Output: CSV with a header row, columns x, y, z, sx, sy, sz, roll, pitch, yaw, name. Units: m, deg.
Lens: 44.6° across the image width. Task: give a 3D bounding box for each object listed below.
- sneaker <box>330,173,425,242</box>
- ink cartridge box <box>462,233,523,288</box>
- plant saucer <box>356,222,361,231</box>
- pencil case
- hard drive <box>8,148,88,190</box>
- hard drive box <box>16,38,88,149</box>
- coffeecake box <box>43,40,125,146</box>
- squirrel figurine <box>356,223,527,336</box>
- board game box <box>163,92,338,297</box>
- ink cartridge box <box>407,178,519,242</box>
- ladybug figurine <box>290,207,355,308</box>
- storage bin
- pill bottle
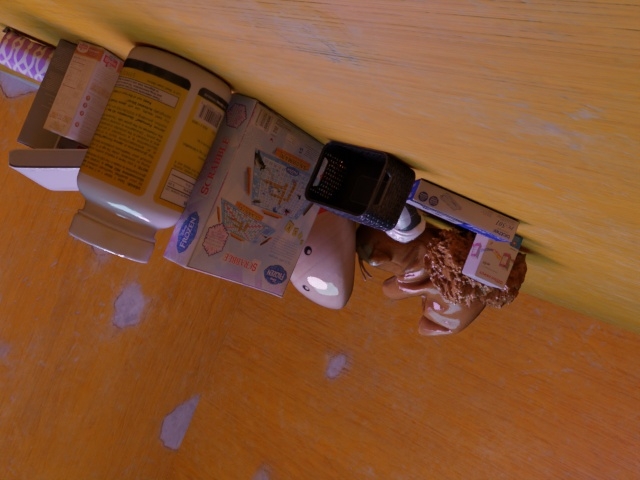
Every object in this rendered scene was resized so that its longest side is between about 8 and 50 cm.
x,y,z,sx,sy,sz,roll,pitch,yaw,name
0.119,-0.099,1.714,0.271,0.100,0.108,30,150,39,sneaker
0.372,0.033,1.687,0.088,0.123,0.052,23,178,-25,ink cartridge box
0.205,-0.021,2.288,0.332,0.081,0.333,23,-170,-40,plant saucer
-0.633,-0.408,1.791,0.206,0.086,0.088,25,-147,-4,pencil case
-0.510,-0.145,1.646,0.202,0.040,0.307,0,176,-6,hard drive
-0.531,-0.286,1.676,0.089,0.232,0.181,23,179,6,hard drive box
-0.447,-0.279,1.553,0.068,0.186,0.142,21,178,24,coffeecake box
0.283,0.040,1.910,0.370,0.281,0.397,35,158,-30,squirrel figurine
-0.117,-0.072,1.489,0.065,0.318,0.318,22,178,33,board game box
0.270,-0.056,1.508,0.207,0.046,0.097,23,180,-4,ink cartridge box
0.000,0.000,1.939,0.161,0.305,0.449,2,-161,0,ladybug figurine
0.070,-0.100,1.419,0.084,0.122,0.180,24,178,-40,storage bin
-0.296,-0.141,1.325,0.187,0.334,0.188,23,178,1,pill bottle
